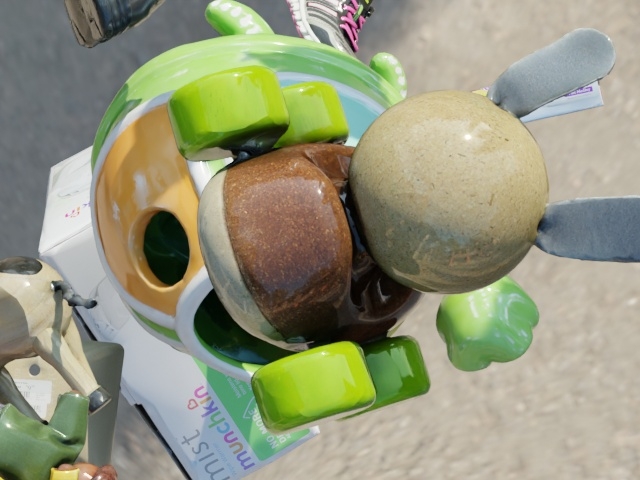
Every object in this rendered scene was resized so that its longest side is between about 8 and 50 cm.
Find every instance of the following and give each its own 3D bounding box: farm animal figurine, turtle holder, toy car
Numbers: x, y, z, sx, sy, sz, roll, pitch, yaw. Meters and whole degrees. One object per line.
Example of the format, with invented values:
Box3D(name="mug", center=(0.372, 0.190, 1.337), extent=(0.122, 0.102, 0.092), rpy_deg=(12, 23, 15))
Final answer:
Box3D(name="farm animal figurine", center=(-0.327, 0.125, 1.228), extent=(0.330, 0.327, 0.172), rpy_deg=(-33, 91, -28))
Box3D(name="turtle holder", center=(-0.019, 0.006, 1.385), extent=(0.243, 0.227, 0.320), rpy_deg=(-30, 127, 17))
Box3D(name="toy car", center=(0.052, -0.018, 0.830), extent=(0.188, 0.149, 0.155), rpy_deg=(-20, 82, 20))

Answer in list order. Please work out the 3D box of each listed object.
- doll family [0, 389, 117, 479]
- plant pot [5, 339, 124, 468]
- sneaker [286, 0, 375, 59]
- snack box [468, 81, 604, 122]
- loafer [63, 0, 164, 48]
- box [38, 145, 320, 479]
Box3D(name="doll family", center=(-0.138, 0.143, 0.713), extent=(0.111, 0.076, 0.193), rpy_deg=(30, 85, -13))
Box3D(name="plant pot", center=(-0.205, 0.120, 1.378), extent=(0.109, 0.096, 0.109), rpy_deg=(6, 83, -1))
Box3D(name="sneaker", center=(0.017, -0.199, 1.661), extent=(0.075, 0.063, 0.170), rpy_deg=(-26, 44, 6))
Box3D(name="snack box", center=(0.214, -0.145, 1.963), extent=(0.141, 0.100, 0.037), rpy_deg=(-12, 101, 2))
Box3D(name="loafer", center=(-0.146, -0.172, 1.350), extent=(0.061, 0.170, 0.062), rpy_deg=(-21, 106, -14))
Box3D(name="box", center=(-0.126, 0.051, 1.649), extent=(0.127, 0.231, 0.262), rpy_deg=(-29, 109, 4))
